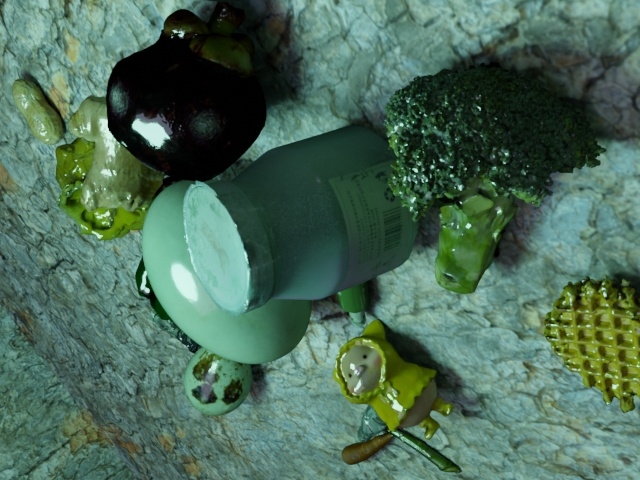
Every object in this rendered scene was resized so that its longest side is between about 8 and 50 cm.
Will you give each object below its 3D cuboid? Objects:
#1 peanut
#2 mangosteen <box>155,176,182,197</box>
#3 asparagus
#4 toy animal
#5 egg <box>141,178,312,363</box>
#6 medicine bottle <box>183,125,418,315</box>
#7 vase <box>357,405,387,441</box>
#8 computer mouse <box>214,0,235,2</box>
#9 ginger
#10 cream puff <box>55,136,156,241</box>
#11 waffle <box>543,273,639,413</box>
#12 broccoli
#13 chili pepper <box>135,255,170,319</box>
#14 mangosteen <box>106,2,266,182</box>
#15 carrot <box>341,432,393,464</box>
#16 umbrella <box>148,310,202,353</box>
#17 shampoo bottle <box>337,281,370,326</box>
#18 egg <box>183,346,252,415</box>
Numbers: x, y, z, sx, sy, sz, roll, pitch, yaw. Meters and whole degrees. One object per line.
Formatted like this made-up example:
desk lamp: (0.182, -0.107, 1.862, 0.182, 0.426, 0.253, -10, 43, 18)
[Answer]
peanut: (-0.681, -0.311, 1.766, 0.080, 0.080, 0.174, -17, 107, 52)
mangosteen: (-0.314, -0.097, 1.566, 0.081, 0.081, 0.081, 28, 139, 27)
asparagus: (0.190, 0.428, 1.553, 0.236, 0.027, 0.034, 27, 128, 27)
toy animal: (0.135, 0.268, 1.370, 0.230, 0.156, 0.156, 39, 143, 17)
egg: (-0.175, 0.059, 1.391, 0.389, 0.276, 0.276, 53, 144, -4)
medicine bottle: (-0.037, -0.028, 1.106, 0.245, 0.290, 0.245, 35, 134, 46)
vase: (0.121, 0.360, 1.521, 0.060, 0.060, 0.211, 40, 138, 13)
computer mouse: (-0.212, -0.473, 1.087, 0.323, 0.116, 0.183, 35, 137, 20)
ginger: (-0.402, -0.182, 1.462, 0.221, 0.276, 0.130, 25, -174, -47)
cream puff: (-0.500, -0.116, 1.661, 0.282, 0.185, 0.282, 29, 138, 30)
waffle: (0.412, 0.134, 1.017, 0.193, 0.070, 0.197, 34, 139, 20)
broccoli: (0.184, -0.067, 0.991, 0.252, 0.221, 0.361, 12, 143, -10)
chili pepper: (-0.288, 0.048, 1.610, 0.174, 0.261, 0.165, 38, -173, 41)
mangosteen: (-0.200, -0.239, 1.188, 0.233, 0.287, 0.287, 48, 146, -15)
carrot: (0.110, 0.471, 1.670, 0.048, 0.048, 0.216, 48, 140, 2)
umbrella: (-0.393, 0.242, 1.994, 0.188, 0.046, 0.050, 31, 123, 28)
shampoo bottle: (0.055, 0.073, 1.347, 0.065, 0.065, 0.204, 17, 134, 37)
egg: (-0.252, 0.336, 1.822, 0.169, 0.169, 0.231, 36, 130, 18)
